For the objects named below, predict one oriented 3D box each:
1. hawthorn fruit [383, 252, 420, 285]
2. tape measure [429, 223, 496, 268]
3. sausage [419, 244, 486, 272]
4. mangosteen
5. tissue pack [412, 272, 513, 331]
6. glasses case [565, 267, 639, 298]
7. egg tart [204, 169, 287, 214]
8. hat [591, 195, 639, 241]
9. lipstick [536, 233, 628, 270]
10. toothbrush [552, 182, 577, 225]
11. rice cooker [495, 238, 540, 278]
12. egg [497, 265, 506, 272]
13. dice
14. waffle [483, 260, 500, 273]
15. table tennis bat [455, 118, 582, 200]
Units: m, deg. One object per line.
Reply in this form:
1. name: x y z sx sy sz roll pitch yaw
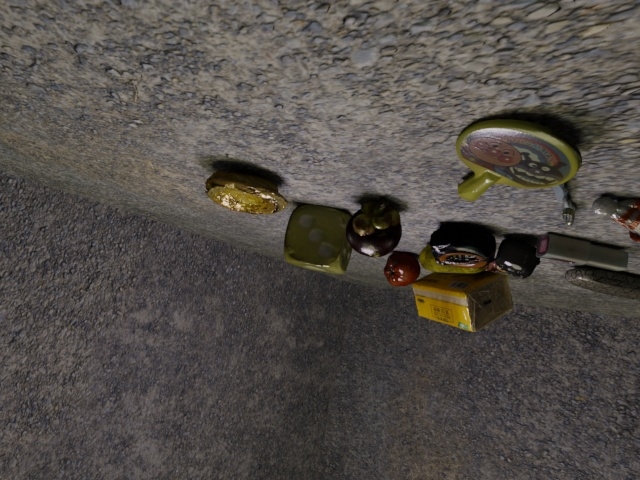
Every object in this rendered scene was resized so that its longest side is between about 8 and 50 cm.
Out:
1. hawthorn fruit: 0.435 0.152 2.122 0.202 0.185 0.185 2 177 -33
2. tape measure: 0.503 0.020 1.457 0.223 0.135 0.202 5 157 24
3. sausage: 0.543 0.072 1.691 0.123 0.123 0.347 19 168 -33
4. mangosteen: 0.181 -0.053 1.372 0.192 0.192 0.217 10 131 11
5. tissue pack: 0.694 0.279 2.044 0.293 0.228 0.382 -20 -168 -25
6. glasses case: 1.152 0.171 1.616 0.355 0.085 0.137 13 169 -3
7. egg tart: -0.250 -0.169 1.395 0.291 0.107 0.291 11 165 3
8. hat: 0.715 -0.061 0.952 0.162 0.093 0.112 29 161 6
9. lipstick: 0.834 0.040 1.314 0.253 0.077 0.079 11 171 2
10. toothbrush: 0.540 -0.119 0.924 0.035 0.042 0.413 4 165 38
11. rice cooker: 0.693 0.061 1.446 0.142 0.118 0.203 24 179 33
12. egg: 0.764 0.092 1.661 0.097 0.080 0.080 11 170 22
13. dice: 0.000 0.000 1.639 0.238 0.233 0.227 10 171 14
14. waffle: 0.706 0.107 1.889 0.221 0.055 0.234 18 165 -33
15. table tennis bat: 0.375 -0.152 0.869 0.224 0.054 0.368 24 171 1
